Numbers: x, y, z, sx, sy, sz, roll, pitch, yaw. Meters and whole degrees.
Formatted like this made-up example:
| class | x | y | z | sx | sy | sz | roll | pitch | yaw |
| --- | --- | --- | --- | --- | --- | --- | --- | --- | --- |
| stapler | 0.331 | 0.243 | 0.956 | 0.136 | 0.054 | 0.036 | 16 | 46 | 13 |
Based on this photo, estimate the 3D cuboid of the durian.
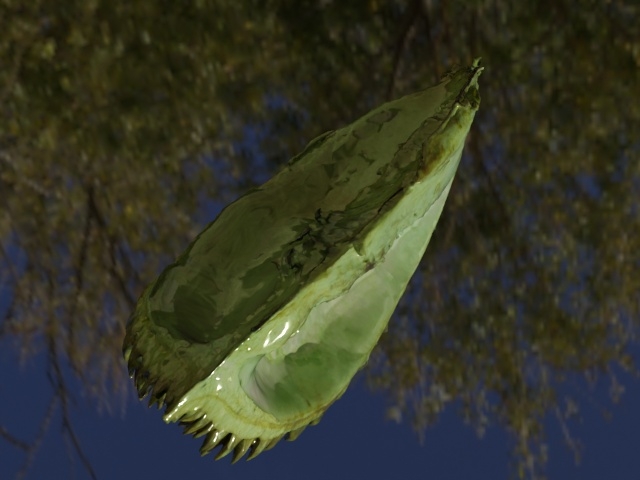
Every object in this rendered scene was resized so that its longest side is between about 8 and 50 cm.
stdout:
| class | x | y | z | sx | sy | sz | roll | pitch | yaw |
| --- | --- | --- | --- | --- | --- | --- | --- | --- | --- |
| durian | -0.009 | -0.006 | 1.189 | 0.163 | 0.198 | 0.394 | 35 | -118 | 17 |
